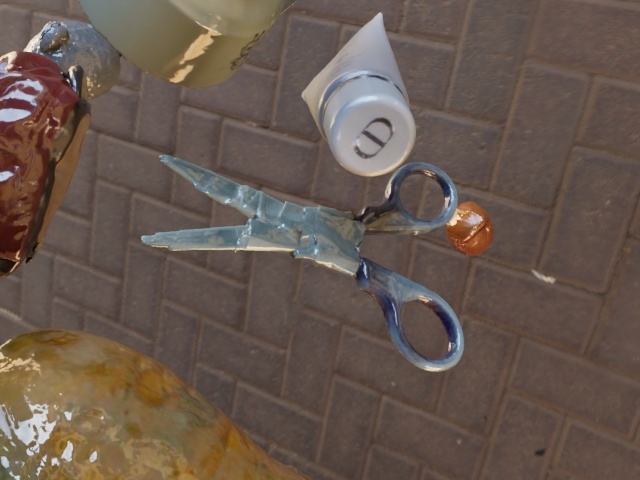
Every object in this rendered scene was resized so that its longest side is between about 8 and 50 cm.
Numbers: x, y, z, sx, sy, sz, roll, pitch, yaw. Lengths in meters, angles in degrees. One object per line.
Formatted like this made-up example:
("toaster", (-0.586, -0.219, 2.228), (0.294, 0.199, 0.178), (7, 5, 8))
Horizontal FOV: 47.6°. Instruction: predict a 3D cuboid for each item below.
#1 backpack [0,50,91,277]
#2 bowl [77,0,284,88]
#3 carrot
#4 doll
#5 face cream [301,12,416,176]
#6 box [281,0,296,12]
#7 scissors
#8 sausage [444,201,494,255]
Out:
("backpack", (-0.321, -0.086, 0.726), (0.229, 0.139, 0.229), (-41, 38, 41))
("bowl", (-0.111, -0.256, 0.660), (0.112, 0.211, 0.211), (-18, 94, 42))
("carrot", (-0.158, 0.227, 0.620), (0.341, 0.224, 0.224), (36, 123, -7))
("doll", (-0.508, -0.262, 1.301), (0.340, 0.246, 0.158), (-43, 86, 15))
("face cream", (0.034, -0.165, 0.781), (0.089, 0.314, 0.143), (37, 109, -23))
("box", (-0.083, -0.508, 1.445), (0.126, 0.031, 0.091), (-37, 107, 14))
("scissors", (0.000, 0.000, 0.778), (0.029, 0.384, 0.255), (-31, 53, 54))
("sausage", (0.268, -0.021, 1.315), (0.089, 0.179, 0.089), (-3, 76, 12))
